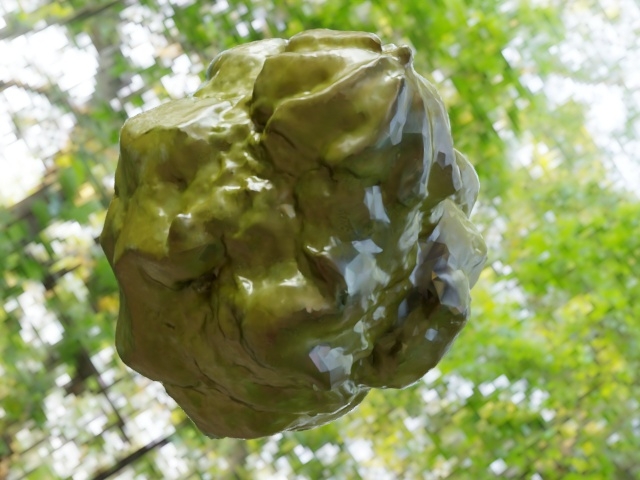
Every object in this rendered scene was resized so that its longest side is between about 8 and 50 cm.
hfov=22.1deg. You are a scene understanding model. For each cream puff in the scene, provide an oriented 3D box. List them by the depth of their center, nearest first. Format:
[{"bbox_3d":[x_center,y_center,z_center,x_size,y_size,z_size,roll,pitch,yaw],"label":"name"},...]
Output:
[{"bbox_3d":[0.000,0.000,0.560,0.116,0.146,0.146,4,-56,62],"label":"cream puff"}]
